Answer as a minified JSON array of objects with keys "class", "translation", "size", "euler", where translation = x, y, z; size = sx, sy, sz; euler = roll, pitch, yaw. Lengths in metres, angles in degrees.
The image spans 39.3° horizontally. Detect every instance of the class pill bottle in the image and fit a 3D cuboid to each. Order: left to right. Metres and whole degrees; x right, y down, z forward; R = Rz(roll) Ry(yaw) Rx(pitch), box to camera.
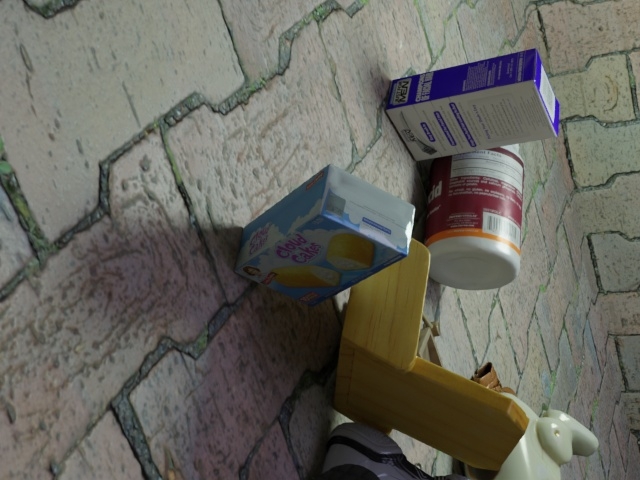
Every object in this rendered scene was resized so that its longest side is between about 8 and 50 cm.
[{"class":"pill bottle","translation":[0.365,-0.100,2.115],"size":[0.224,0.224,0.392],"euler":[46,45,-48]}]

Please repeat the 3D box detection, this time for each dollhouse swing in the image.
[{"class":"dollhouse swing","translation":[0.188,0.179,1.505],"size":[0.346,0.305,0.315],"euler":[91,10,-60]}]

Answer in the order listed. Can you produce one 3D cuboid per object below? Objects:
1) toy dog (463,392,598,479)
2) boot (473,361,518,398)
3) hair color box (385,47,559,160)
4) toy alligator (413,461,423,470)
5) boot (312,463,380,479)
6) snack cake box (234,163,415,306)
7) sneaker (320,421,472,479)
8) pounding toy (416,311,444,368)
[{"class":"toy dog","translation":[0.443,0.572,2.059],"size":[0.395,0.285,0.408],"euler":[51,40,-25]},{"class":"boot","translation":[0.457,0.385,2.337],"size":[0.197,0.073,0.152],"euler":[-39,113,-61]},{"class":"hair color box","translation":[0.337,-0.294,1.984],"size":[0.185,0.339,0.110],"euler":[52,39,-44]},{"class":"toy alligator","translation":[0.197,0.555,1.843],"size":[0.051,0.056,0.189],"euler":[130,-39,-70]},{"class":"boot","translation":[0.011,0.502,1.362],"size":[0.338,0.118,0.223],"euler":[-53,142,-3]},{"class":"snack cake box","translation":[0.000,0.000,1.338],"size":[0.152,0.264,0.089],"euler":[24,59,-23]},{"class":"sneaker","translation":[0.144,0.481,1.520],"size":[0.210,0.366,0.137],"euler":[-56,174,-40]},{"class":"pounding toy","translation":[0.192,0.231,1.871],"size":[0.206,0.094,0.181],"euler":[-49,122,-65]}]
